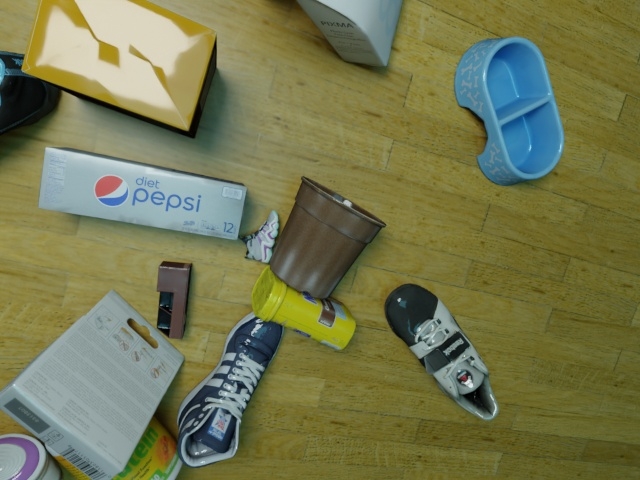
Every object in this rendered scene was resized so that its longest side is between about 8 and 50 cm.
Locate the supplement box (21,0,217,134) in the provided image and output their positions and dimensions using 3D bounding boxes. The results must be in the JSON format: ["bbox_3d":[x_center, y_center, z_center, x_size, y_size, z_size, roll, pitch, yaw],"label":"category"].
[{"bbox_3d":[-0.257,-0.242,0.571,0.191,0.194,0.129,17,96,-17],"label":"supplement box"}]

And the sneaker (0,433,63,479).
[{"bbox_3d":[-0.570,0.375,0.645,0.305,0.114,0.152,4,139,3],"label":"sneaker"}]

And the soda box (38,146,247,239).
[{"bbox_3d":[-0.268,-0.074,0.650,0.286,0.098,0.091,10,99,-15],"label":"soda box"}]

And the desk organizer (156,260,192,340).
[{"bbox_3d":[-0.259,0.104,0.712,0.050,0.047,0.130,7,98,-13],"label":"desk organizer"}]

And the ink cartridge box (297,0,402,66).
[{"bbox_3d":[0.049,-0.452,0.529,0.091,0.385,0.308,16,98,18],"label":"ink cartridge box"}]

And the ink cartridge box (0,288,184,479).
[{"bbox_3d":[-0.333,0.212,0.632,0.066,0.232,0.189,-34,108,13],"label":"ink cartridge box"}]

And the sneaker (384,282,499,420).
[{"bbox_3d":[0.259,0.225,0.817,0.122,0.146,0.330,-40,105,-3],"label":"sneaker"}]

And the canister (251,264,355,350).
[{"bbox_3d":[-0.031,0.122,0.733,0.169,0.126,0.073,28,97,-19],"label":"canister"}]

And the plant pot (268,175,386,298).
[{"bbox_3d":[0.000,0.000,0.707,0.167,0.167,0.165,28,100,-17],"label":"plant pot"}]

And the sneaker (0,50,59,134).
[{"bbox_3d":[-0.535,-0.149,0.547,0.341,0.139,0.125,-41,109,-3],"label":"sneaker"}]

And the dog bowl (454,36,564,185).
[{"bbox_3d":[0.375,-0.249,0.794,0.165,0.074,0.297,-27,105,-8],"label":"dog bowl"}]

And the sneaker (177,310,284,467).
[{"bbox_3d":[-0.150,0.257,0.711,0.099,0.153,0.282,37,90,-18],"label":"sneaker"}]

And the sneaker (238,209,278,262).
[{"bbox_3d":[-0.115,-0.010,0.731,0.069,0.038,0.098,9,97,-16],"label":"sneaker"}]

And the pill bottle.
[{"bbox_3d":[-0.356,0.324,0.680,0.136,0.136,0.246,-35,106,-6],"label":"pill bottle"}]
